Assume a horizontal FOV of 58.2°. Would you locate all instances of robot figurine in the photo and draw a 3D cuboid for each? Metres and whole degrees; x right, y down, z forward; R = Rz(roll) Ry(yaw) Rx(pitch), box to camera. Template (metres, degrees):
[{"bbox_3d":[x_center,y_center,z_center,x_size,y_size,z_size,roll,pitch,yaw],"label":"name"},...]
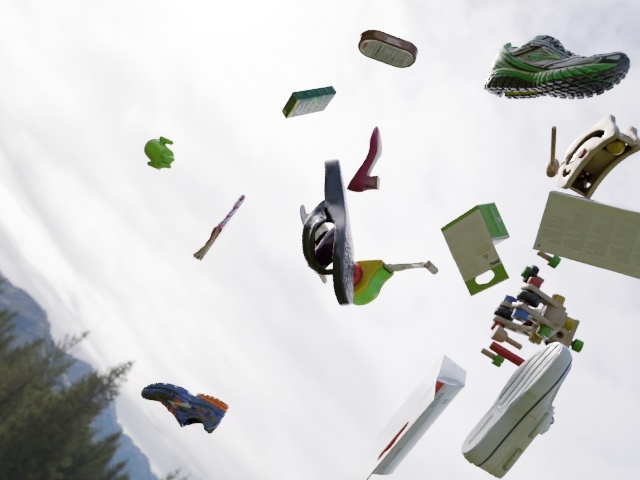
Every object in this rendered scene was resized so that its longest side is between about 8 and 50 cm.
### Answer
[{"bbox_3d":[-0.476,-0.257,1.694,0.115,0.067,0.101,42,-68,32],"label":"robot figurine"}]

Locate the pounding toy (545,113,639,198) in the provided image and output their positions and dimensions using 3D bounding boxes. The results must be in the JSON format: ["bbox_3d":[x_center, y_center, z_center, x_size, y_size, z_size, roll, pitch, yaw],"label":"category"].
[{"bbox_3d":[0.648,-0.209,1.451,0.154,0.154,0.269,26,-29,-6],"label":"pounding toy"}]

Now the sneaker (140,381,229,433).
[{"bbox_3d":[-0.336,0.402,1.388,0.221,0.087,0.083,13,-25,11],"label":"sneaker"}]

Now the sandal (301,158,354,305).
[{"bbox_3d":[0.016,-0.016,1.310,0.106,0.446,0.168,-9,-50,6],"label":"sandal"}]

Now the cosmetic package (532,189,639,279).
[{"bbox_3d":[0.461,-0.001,0.879,0.238,0.060,0.099,19,-77,24],"label":"cosmetic package"}]

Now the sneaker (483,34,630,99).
[{"bbox_3d":[0.538,-0.413,1.335,0.343,0.134,0.147,17,-84,48],"label":"sneaker"}]

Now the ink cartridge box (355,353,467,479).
[{"bbox_3d":[0.232,0.463,1.417,0.091,0.308,0.385,38,12,10],"label":"ink cartridge box"}]

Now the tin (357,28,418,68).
[{"bbox_3d":[0.204,-0.579,1.746,0.189,0.040,0.106,16,-21,-11],"label":"tin"}]

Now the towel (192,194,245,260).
[{"bbox_3d":[-0.279,-0.040,1.606,0.029,0.197,0.144,36,-56,-7],"label":"towel"}]

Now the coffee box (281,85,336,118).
[{"bbox_3d":[-0.042,-0.496,2.064,0.041,0.184,0.113,62,-37,12],"label":"coffee box"}]

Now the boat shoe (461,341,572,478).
[{"bbox_3d":[0.306,0.254,0.857,0.075,0.226,0.083,37,14,0],"label":"boat shoe"}]

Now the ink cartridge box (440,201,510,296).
[{"bbox_3d":[0.530,0.031,1.893,0.189,0.097,0.255,-40,-114,52],"label":"ink cartridge box"}]

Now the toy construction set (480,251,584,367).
[{"bbox_3d":[0.579,0.242,1.494,0.237,0.309,0.258,32,-41,10],"label":"toy construction set"}]

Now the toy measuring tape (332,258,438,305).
[{"bbox_3d":[0.146,0.110,1.471,0.330,0.121,0.121,-5,-59,47],"label":"toy measuring tape"}]

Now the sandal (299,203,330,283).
[{"bbox_3d":[0.002,0.005,1.746,0.102,0.076,0.266,68,4,-68],"label":"sandal"}]

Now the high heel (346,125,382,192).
[{"bbox_3d":[0.155,-0.287,2.032,0.117,0.244,0.082,0,-8,19],"label":"high heel"}]
